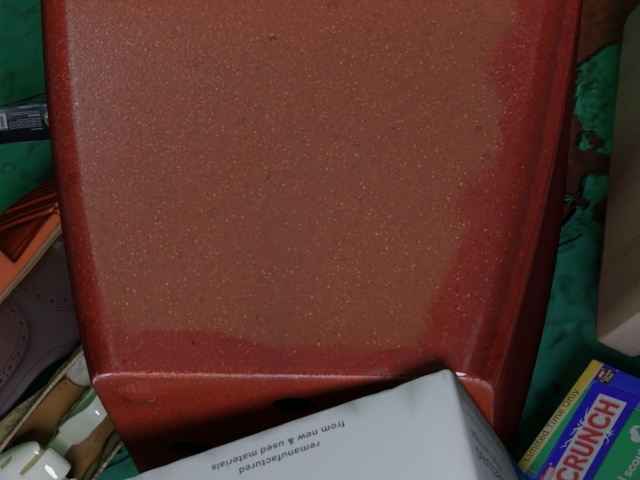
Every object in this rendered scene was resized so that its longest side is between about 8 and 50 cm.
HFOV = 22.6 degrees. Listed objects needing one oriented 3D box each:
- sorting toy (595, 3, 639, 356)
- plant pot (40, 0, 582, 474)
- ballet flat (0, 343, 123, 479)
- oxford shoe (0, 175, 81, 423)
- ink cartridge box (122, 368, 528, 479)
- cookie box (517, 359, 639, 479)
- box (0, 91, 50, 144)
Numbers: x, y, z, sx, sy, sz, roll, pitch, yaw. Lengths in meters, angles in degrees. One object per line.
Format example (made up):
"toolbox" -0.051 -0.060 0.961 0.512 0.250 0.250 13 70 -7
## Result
"sorting toy" 0.263 -0.085 0.825 0.257 0.089 0.255 -45 24 46
"plant pot" 0.000 0.000 0.819 0.267 0.267 0.236 0 61 6
"ballet flat" -0.150 0.115 0.931 0.206 0.073 0.067 -56 9 -23
"oxford shoe" -0.165 0.022 1.028 0.097 0.098 0.271 -13 25 48
"ink cartridge box" 0.028 0.212 0.679 0.168 0.171 0.233 -20 54 12
"cookie box" 0.161 0.121 0.806 0.107 0.040 0.092 23 66 39
"box" -0.152 -0.091 1.115 0.137 0.027 0.094 -3 13 24
